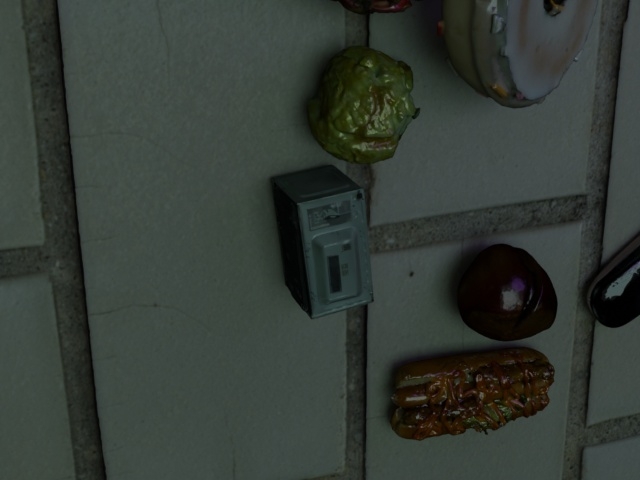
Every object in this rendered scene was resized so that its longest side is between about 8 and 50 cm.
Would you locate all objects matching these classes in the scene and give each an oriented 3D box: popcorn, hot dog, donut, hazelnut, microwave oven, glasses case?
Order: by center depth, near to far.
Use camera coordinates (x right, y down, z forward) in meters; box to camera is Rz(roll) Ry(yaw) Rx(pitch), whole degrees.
[{"bbox_3d":[0.316,-0.400,1.392,0.382,0.142,0.383,-29,129,-44],"label":"donut"},{"bbox_3d":[0.081,-0.222,1.420,0.212,0.197,0.198,-28,120,-47],"label":"popcorn"},{"bbox_3d":[0.000,0.000,1.464,0.122,0.162,0.208,-14,115,-15],"label":"microwave oven"},{"bbox_3d":[0.344,0.097,1.628,0.203,0.178,0.178,13,102,-28],"label":"hazelnut"},{"bbox_3d":[0.296,0.296,1.689,0.348,0.117,0.158,-4,109,-19],"label":"hot dog"},{"bbox_3d":[0.663,0.049,1.768,0.314,0.075,0.122,-41,117,-4],"label":"glasses case"}]

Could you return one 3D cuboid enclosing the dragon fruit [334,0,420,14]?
[{"bbox_3d":[0.078,-0.465,1.296,0.269,0.250,0.291,-52,139,10],"label":"dragon fruit"}]
